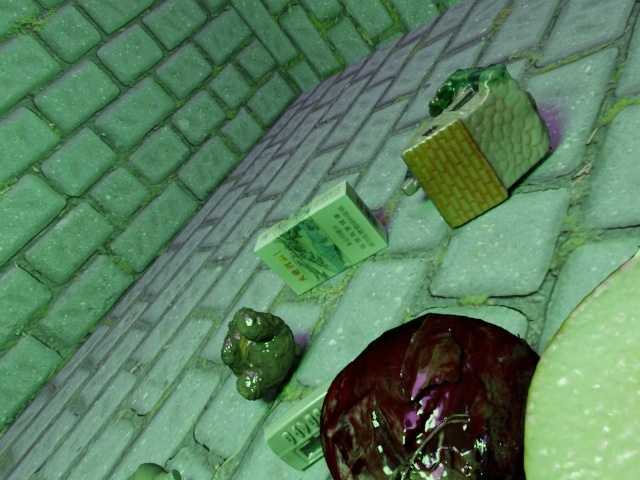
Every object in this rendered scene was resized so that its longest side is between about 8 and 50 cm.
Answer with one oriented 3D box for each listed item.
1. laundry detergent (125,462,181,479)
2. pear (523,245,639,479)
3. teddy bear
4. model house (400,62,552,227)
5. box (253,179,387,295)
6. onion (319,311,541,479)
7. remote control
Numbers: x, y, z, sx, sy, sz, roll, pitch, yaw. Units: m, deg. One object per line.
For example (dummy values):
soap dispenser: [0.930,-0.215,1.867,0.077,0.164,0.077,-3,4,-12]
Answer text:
laundry detergent: [-0.353,0.501,0.826,0.253,0.091,0.181,-41,19,2]
pear: [0.329,0.145,0.278,0.386,0.191,0.340,-53,21,-21]
teddy bear: [-0.132,0.220,0.921,0.140,0.177,0.190,-3,-5,-41]
model house: [0.260,-0.184,0.902,0.237,0.202,0.237,-43,24,-5]
box: [0.000,0.000,1.030,0.256,0.164,0.069,-31,27,23]
onion: [0.111,0.196,0.490,0.280,0.221,0.281,-30,10,6]
remote control: [0.026,0.246,0.683,0.230,0.090,0.049,-38,24,5]
